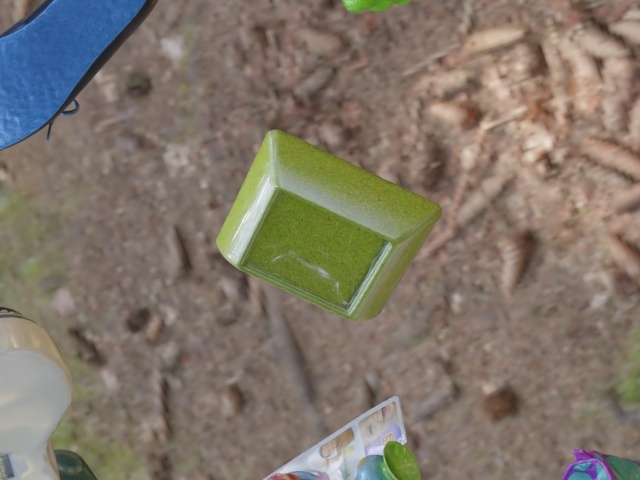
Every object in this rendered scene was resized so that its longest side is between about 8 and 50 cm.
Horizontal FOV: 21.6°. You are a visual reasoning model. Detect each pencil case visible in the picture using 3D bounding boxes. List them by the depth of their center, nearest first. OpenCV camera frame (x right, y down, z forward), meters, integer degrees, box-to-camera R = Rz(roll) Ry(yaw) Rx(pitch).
[{"bbox_3d":[0.278,0.207,1.416,0.064,0.152,0.070,-12,79,55],"label":"pencil case"}]

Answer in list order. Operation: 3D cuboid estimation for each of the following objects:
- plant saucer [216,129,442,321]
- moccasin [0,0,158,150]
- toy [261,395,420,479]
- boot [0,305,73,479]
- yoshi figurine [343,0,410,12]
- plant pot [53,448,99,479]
[{"bbox_3d":[0.000,0.000,1.671,0.188,0.045,0.188,25,135,-4],"label":"plant saucer"},{"bbox_3d":[-0.307,-0.214,1.997,0.342,0.117,0.138,-35,91,11],"label":"moccasin"},{"bbox_3d":[-0.021,0.235,1.406,0.237,0.056,0.137,-34,48,27],"label":"toy"},{"bbox_3d":[-0.147,0.052,0.694,0.190,0.069,0.086,111,141,-61],"label":"boot"},{"bbox_3d":[0.043,-0.260,1.033,0.203,0.362,0.203,-114,23,-57],"label":"yoshi figurine"},{"bbox_3d":[-0.236,0.287,1.174,0.248,0.247,0.252,44,120,45],"label":"plant pot"}]
